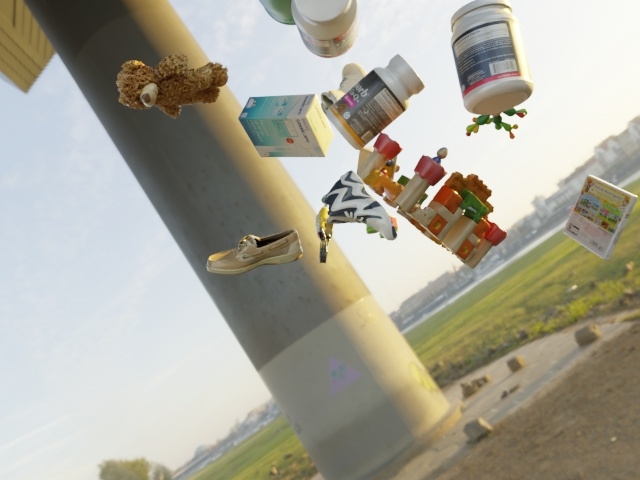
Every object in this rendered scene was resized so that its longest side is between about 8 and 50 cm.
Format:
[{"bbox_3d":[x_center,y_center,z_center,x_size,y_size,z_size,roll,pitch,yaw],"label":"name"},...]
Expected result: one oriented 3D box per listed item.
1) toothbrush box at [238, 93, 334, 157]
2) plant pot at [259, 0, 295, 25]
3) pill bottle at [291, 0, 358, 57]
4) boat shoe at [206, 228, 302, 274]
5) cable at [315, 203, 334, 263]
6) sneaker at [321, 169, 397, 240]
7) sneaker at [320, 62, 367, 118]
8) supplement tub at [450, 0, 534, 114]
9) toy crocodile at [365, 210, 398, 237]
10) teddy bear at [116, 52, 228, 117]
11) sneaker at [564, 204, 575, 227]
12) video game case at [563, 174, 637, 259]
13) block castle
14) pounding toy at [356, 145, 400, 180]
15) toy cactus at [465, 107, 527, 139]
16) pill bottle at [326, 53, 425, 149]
[{"bbox_3d":[-0.125,-0.429,2.220,0.216,0.295,0.126,61,-140,-49],"label":"toothbrush box"},{"bbox_3d":[-0.134,-0.954,2.142,0.271,0.272,0.255,-38,-3,15],"label":"plant pot"},{"bbox_3d":[0.018,-0.728,1.879,0.210,0.210,0.363,-36,0,6],"label":"pill bottle"},{"bbox_3d":[-0.237,0.032,2.048,0.340,0.110,0.122,-12,26,1],"label":"boat shoe"},{"bbox_3d":[0.000,0.000,1.999,0.287,0.072,0.140,-76,-2,-54],"label":"cable"},{"bbox_3d":[0.091,-0.062,1.594,0.153,0.235,0.094,-37,-14,1],"label":"sneaker"},{"bbox_3d":[0.077,-0.513,2.016,0.169,0.293,0.108,7,-34,-27],"label":"sneaker"},{"bbox_3d":[0.468,-0.505,1.627,0.190,0.273,0.191,-9,-10,-2],"label":"supplement tub"},{"bbox_3d":[0.272,-0.083,2.568,0.105,0.115,0.340,-15,-14,28],"label":"toy crocodile"},{"bbox_3d":[-0.432,-0.458,1.767,0.245,0.113,0.337,-28,-13,35],"label":"teddy bear"},{"bbox_3d":[0.912,-0.080,2.108,0.119,0.047,0.057,-59,-25,-3],"label":"sneaker"},{"bbox_3d":[0.867,-0.077,1.835,0.227,0.026,0.207,-114,37,-66],"label":"video game case"},{"bbox_3d":[0.352,-0.131,1.780,0.453,0.303,0.213,35,-85,-38],"label":"block castle"},{"bbox_3d":[0.243,-0.264,2.233,0.205,0.094,0.181,-13,-60,-37],"label":"pounding toy"},{"bbox_3d":[0.610,-0.427,2.049,0.218,0.112,0.180,-6,-23,18],"label":"toy cactus"},{"bbox_3d":[0.166,-0.416,1.766,0.278,0.162,0.162,-41,-12,11],"label":"pill bottle"}]
